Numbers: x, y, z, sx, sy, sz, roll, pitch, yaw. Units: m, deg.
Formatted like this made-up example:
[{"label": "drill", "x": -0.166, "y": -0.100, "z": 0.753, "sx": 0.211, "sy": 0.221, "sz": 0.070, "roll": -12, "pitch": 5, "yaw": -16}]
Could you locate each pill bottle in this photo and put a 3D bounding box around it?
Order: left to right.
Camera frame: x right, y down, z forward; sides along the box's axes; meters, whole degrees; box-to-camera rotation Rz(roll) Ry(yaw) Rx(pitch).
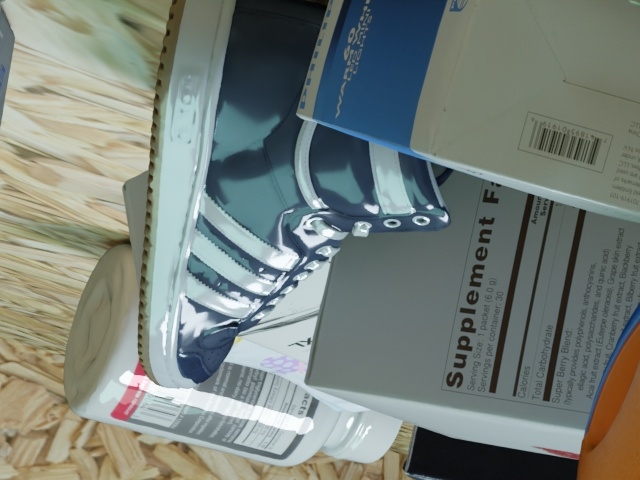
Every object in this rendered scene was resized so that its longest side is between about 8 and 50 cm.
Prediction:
[{"label": "pill bottle", "x": -0.078, "y": 0.125, "z": 1.879, "sx": 0.319, "sy": 0.176, "sz": 0.176, "roll": 17, "pitch": 169, "yaw": -22}]

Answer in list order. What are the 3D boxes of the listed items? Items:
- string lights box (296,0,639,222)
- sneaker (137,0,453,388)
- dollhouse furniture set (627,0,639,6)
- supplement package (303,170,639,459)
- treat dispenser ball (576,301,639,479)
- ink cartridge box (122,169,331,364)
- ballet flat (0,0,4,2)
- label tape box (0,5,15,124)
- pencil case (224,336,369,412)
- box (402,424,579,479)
[{"label": "string lights box", "x": 0.083, "y": -0.059, "z": 0.747, "sx": 0.133, "sy": 0.076, "sz": 0.260, "roll": 15, "pitch": -176, "yaw": -12}, {"label": "sneaker", "x": -0.011, "y": -0.011, "z": 0.987, "sx": 0.153, "sy": 0.099, "sz": 0.282, "roll": 8, "pitch": 137, "yaw": -1}, {"label": "dollhouse furniture set", "x": 0.076, "y": -0.111, "z": 0.608, "sx": 0.114, "sy": 0.081, "sz": 0.091, "roll": 14, "pitch": 170, "yaw": -10}, {"label": "supplement package", "x": 0.171, "y": 0.032, "z": 1.027, "sx": 0.293, "sy": 0.175, "sz": 0.177, "roll": 6, "pitch": 169, "yaw": 35}, {"label": "treat dispenser ball", "x": 0.242, "y": 0.106, "z": 0.720, "sx": 0.288, "sy": 0.288, "sz": 0.288, "roll": 12, "pitch": 170, "yaw": 2}, {"label": "ink cartridge box", "x": 0.000, "y": 0.000, "z": 1.178, "sx": 0.148, "sy": 0.086, "sz": 0.203, "roll": -26, "pitch": 151, "yaw": 26}, {"label": "ballet flat", "x": -0.201, "y": -0.151, "z": 0.779, "sx": 0.068, "sy": 0.072, "sz": 0.213, "roll": 14, "pitch": 172, "yaw": 29}, {"label": "label tape box", "x": -0.302, "y": -0.107, "z": 1.045, "sx": 0.241, "sy": 0.105, "sz": 0.333, "roll": 12, "pitch": 171, "yaw": 0}, {"label": "pencil case", "x": -0.023, "y": 0.071, "z": 1.661, "sx": 0.113, "sy": 0.124, "sz": 0.273, "roll": 5, "pitch": 168, "yaw": 38}, {"label": "box", "x": 0.302, "y": 0.173, "z": 1.661, "sx": 0.343, "sy": 0.179, "sz": 0.312, "roll": 8, "pitch": 168, "yaw": 29}]
